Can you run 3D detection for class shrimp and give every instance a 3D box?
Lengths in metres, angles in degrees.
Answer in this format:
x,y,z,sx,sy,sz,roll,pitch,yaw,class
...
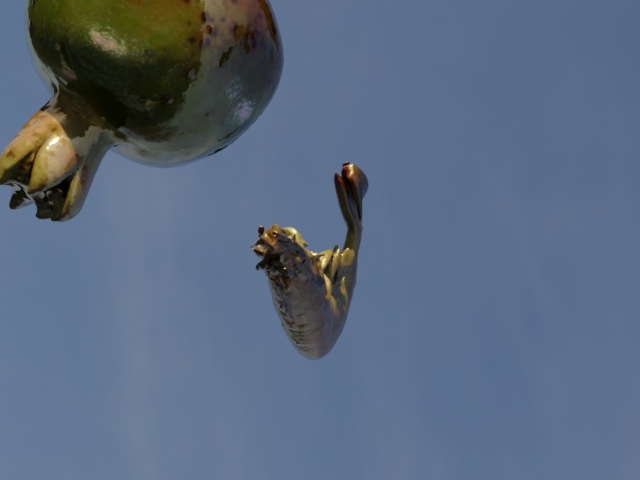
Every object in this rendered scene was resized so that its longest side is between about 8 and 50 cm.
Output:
x,y,z,sx,sy,sz,roll,pitch,yaw,class
0.001,0.000,1.188,0.034,0.124,0.178,12,-22,21,shrimp

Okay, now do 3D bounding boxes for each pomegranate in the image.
x,y,z,sx,sy,sz,roll,pitch,yaw,class
-0.082,-0.070,0.802,0.114,0.142,0.114,34,-17,12,pomegranate
